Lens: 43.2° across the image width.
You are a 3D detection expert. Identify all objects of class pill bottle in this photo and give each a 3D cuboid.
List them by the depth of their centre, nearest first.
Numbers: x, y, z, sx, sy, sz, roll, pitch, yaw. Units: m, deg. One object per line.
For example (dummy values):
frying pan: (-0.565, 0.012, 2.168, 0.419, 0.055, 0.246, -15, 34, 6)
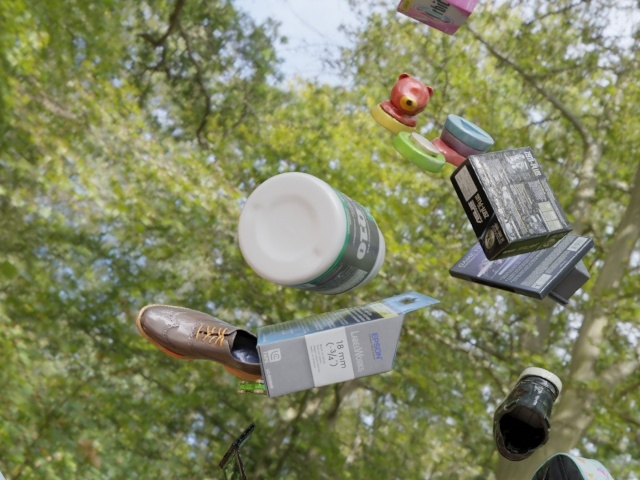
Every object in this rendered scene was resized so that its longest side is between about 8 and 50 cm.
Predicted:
pill bottle: (0.000, 0.000, 1.572, 0.204, 0.204, 0.361, 24, 1, 20)

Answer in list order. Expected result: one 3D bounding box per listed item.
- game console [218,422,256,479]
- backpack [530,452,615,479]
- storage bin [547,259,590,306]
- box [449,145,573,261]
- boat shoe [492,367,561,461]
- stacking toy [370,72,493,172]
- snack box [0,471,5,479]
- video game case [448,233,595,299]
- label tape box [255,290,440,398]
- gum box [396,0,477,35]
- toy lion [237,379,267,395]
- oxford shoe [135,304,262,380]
game console: (-0.159, 0.448, 1.650, 0.071, 0.107, 0.122, 41, -41, 9)
backpack: (0.419, 0.440, 1.287, 0.144, 0.188, 0.165, 9, -59, -27)
storage bin: (0.543, 0.065, 1.837, 0.098, 0.135, 0.091, 30, -61, -25)
box: (0.340, -0.068, 1.454, 0.180, 0.147, 0.077, 68, -28, 20)
boat shoe: (0.446, 0.420, 1.797, 0.127, 0.113, 0.340, 25, -39, 11)
stacking toy: (0.293, -0.255, 1.909, 0.309, 0.279, 0.130, 23, -66, -19)
snack box: (-0.622, 0.410, 1.327, 0.070, 0.174, 0.207, -17, -77, 40)
video game case: (0.448, 0.040, 1.827, 0.274, 0.196, 0.026, 13, -42, 55)
label tape box: (0.050, 0.190, 1.523, 0.240, 0.334, 0.105, -162, -120, -85)
gum box: (0.189, -0.390, 1.282, 0.107, 0.062, 0.188, 24, 3, -2)
toy lion: (-0.141, 0.371, 2.003, 0.100, 0.034, 0.096, -11, -28, 42)
oxford shoe: (-0.265, 0.230, 1.966, 0.364, 0.130, 0.133, 20, -27, -16)
